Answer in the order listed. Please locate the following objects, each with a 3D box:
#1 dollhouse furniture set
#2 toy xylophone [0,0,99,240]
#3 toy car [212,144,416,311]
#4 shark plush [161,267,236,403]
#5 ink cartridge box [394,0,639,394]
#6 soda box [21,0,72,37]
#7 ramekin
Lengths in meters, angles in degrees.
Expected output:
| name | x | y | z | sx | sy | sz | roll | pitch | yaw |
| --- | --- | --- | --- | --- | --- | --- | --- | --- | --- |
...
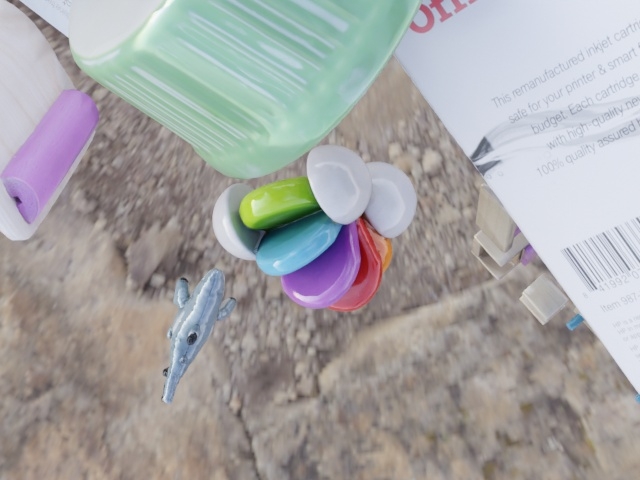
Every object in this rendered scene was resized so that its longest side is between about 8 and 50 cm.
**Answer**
| name | x | y | z | sx | sy | sz | roll | pitch | yaw |
| --- | --- | --- | --- | --- | --- | --- | --- | --- | --- |
| dollhouse furniture set | 0.335 | 0.021 | 1.710 | 0.198 | 0.286 | 0.303 | -40 | 76 | -8 |
| toy xylophone | -0.258 | -0.058 | 0.768 | 0.322 | 0.236 | 0.081 | -2 | 119 | 20 |
| toy car | 0.000 | 0.000 | 1.524 | 0.159 | 0.182 | 0.136 | -21 | 70 | 29 |
| shark plush | -0.156 | 0.106 | 1.883 | 0.073 | 0.067 | 0.161 | 35 | 81 | -10 |
| ink cartridge box | 0.261 | -0.116 | 1.202 | 0.285 | 0.166 | 0.395 | -28 | 103 | 46 |
| soda box | -0.179 | -0.205 | 1.404 | 0.216 | 0.069 | 0.074 | 38 | 125 | 32 |
| ramekin | -0.055 | -0.211 | 1.189 | 0.148 | 0.303 | 0.303 | 27 | 102 | -27 |
